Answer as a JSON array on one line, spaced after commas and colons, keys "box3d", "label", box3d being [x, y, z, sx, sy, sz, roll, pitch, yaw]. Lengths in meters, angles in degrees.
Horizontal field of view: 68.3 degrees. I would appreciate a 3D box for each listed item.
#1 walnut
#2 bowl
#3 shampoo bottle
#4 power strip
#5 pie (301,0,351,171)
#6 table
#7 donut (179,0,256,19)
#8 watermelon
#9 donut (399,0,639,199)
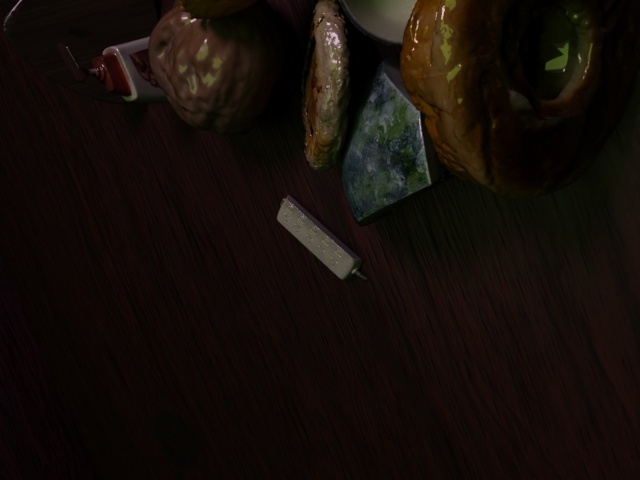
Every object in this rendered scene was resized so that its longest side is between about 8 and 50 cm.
[{"box3d": [-0.183, -0.333, 0.861, 0.226, 0.273, 0.273, 27, 127, -11], "label": "walnut"}, {"box3d": [0.127, -0.390, 0.662, 0.211, 0.112, 0.212, 4, 121, 7], "label": "bowl"}, {"box3d": [-0.379, -0.355, 0.965, 0.071, 0.284, 0.153, 2, 109, 34], "label": "shampoo bottle"}, {"box3d": [0.000, 0.000, 0.977, 0.252, 0.027, 0.060, 42, 126, 17], "label": "power strip"}, {"box3d": [0.005, -0.250, 0.762, 0.055, 0.274, 0.275, -1, 112, -8], "label": "pie"}, {"box3d": [-0.553, -0.499, 1.096, 0.249, 0.317, 0.318, 43, 128, 32], "label": "table"}, {"box3d": [-0.130, -0.537, 0.697, 0.377, 0.163, 0.435, -30, 62, 6], "label": "donut"}, {"box3d": [0.140, -0.163, 0.771, 0.320, 0.213, 0.290, 103, 167, -71], "label": "watermelon"}, {"box3d": [0.236, -0.222, 0.572, 0.160, 0.329, 0.330, 29, 126, 56], "label": "donut"}]
